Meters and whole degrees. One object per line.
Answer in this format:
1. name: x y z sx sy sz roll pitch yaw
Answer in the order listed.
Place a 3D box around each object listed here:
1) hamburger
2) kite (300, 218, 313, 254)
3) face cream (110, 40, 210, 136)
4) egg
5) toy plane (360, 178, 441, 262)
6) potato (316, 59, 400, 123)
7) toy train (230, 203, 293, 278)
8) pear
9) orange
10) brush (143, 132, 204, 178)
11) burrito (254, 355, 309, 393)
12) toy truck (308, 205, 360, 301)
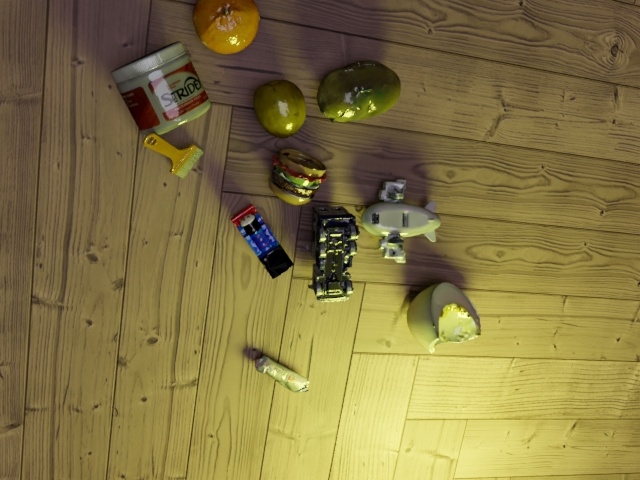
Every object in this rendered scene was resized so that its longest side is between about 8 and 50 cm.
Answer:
1. hamburger: -0.071 -0.177 1.929 0.175 0.175 0.137 14 115 -20
2. kite: 0.000 0.000 2.080 0.139 0.011 0.157 -22 111 -12
3. face cream: -0.412 -0.392 1.735 0.201 0.201 0.187 -27 111 -7
4. egg: 0.378 0.255 2.189 0.271 0.162 0.206 -7 75 -47
5. toy plane: 0.252 -0.062 2.074 0.267 0.122 0.267 1 87 -17
6. potato: 0.112 -0.429 1.911 0.248 0.143 0.169 -12 120 -13
7. toy train: -0.170 0.004 1.963 0.083 0.131 0.204 -35 112 -3
8. pear: -0.111 -0.369 1.861 0.149 0.149 0.162 -26 118 -8
9. orange: -0.247 -0.584 1.757 0.177 0.155 0.177 -8 121 -14
10. brush: -0.399 -0.236 1.780 0.013 0.272 0.103 40 93 16
11. burrito: -0.125 0.434 2.146 0.203 0.064 0.064 34 94 -24
12. toy truck: 0.031 0.040 2.017 0.124 0.155 0.268 -2 111 -16
